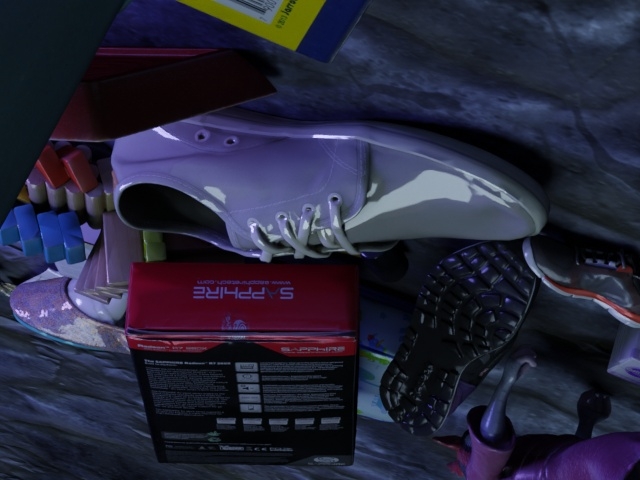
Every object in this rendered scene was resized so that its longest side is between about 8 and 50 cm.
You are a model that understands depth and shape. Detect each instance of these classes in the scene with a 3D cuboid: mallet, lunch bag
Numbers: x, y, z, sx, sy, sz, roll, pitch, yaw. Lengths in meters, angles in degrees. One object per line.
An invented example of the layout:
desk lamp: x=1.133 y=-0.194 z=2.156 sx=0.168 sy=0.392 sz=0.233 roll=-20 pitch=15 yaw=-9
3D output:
mallet: x=0.000 y=0.000 z=1.944 sx=0.190 sy=0.039 sz=0.062 roll=14 pitch=159 yaw=23
lunch bag: x=0.048 y=0.129 z=2.121 sx=0.176 sy=0.090 sz=0.219 roll=20 pitch=156 yaw=2

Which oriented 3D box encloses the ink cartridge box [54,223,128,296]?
ink cartridge box: x=-0.172 y=0.031 z=2.074 sx=0.275 sy=0.060 sz=0.239 roll=18 pitch=166 yaw=3

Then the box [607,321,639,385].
box: x=0.457 y=0.162 z=1.901 sx=0.324 sy=0.067 sz=0.063 roll=24 pitch=158 yaw=-9

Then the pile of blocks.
pile of blocks: x=-0.242 y=-0.033 z=1.910 sx=0.362 sy=0.149 sz=0.112 roll=18 pitch=155 yaw=4

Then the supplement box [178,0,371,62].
supplement box: x=-0.103 y=-0.291 z=1.137 sx=0.357 sy=0.194 sz=0.195 roll=22 pitch=158 yaw=-7

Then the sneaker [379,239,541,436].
sneaker: x=0.162 y=0.078 z=1.921 sx=0.107 sy=0.124 sz=0.283 roll=45 pitch=135 yaw=13

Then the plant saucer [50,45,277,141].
plant saucer: x=-0.213 y=-0.135 z=1.622 sx=0.258 sy=0.047 sz=0.259 roll=4 pitch=-164 yaw=32

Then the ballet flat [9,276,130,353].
ballet flat: x=-0.218 y=0.087 z=2.250 sx=0.316 sy=0.107 sz=0.106 roll=17 pitch=127 yaw=-12

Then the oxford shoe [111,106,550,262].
oxford shoe: x=-0.004 y=-0.037 z=1.737 sx=0.449 sy=0.130 sz=0.169 roll=8 pitch=154 yaw=22

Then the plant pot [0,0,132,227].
plant pot: x=-0.308 y=-0.178 z=1.386 sx=0.341 sy=0.334 sz=0.341 roll=17 pitch=159 yaw=7

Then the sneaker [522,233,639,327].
sneaker: x=0.270 y=0.024 z=1.772 sx=0.158 sy=0.061 sz=0.065 roll=25 pitch=130 yaw=-15

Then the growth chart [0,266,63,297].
growth chart: x=-0.313 y=0.079 z=2.393 sx=0.172 sy=0.021 sz=0.237 roll=30 pitch=156 yaw=-25

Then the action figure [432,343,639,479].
action figure: x=0.270 y=0.267 z=1.971 sx=0.248 sy=0.275 sz=0.370 roll=21 pitch=163 yaw=-41

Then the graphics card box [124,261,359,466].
graphics card box: x=-0.074 y=0.139 z=1.958 sx=0.233 sy=0.094 sz=0.371 roll=0 pitch=152 yaw=1
